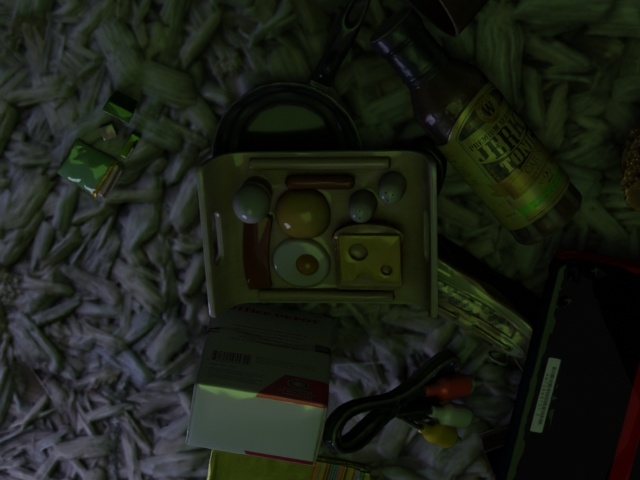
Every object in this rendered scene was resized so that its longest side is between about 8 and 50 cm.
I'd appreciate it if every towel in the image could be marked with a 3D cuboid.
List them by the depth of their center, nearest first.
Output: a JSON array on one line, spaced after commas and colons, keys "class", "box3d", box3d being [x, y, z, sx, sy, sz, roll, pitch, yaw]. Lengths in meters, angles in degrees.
[{"class": "towel", "box3d": [-0.049, 0.359, 1.989, 0.237, 0.021, 0.102, 10, 111, -2]}]

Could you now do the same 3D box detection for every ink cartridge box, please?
[{"class": "ink cartridge box", "box3d": [-0.077, 0.183, 1.803, 0.172, 0.237, 0.100, 10, 115, -2]}]

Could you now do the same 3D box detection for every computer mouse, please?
[{"class": "computer mouse", "box3d": [0.103, -0.035, 1.820, 0.071, 0.041, 0.242, 28, 117, 0]}]

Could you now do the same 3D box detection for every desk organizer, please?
[{"class": "desk organizer", "box3d": [0.275, 0.337, 1.954, 0.047, 0.050, 0.130, -20, 110, 10]}]

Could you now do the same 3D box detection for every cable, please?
[{"class": "cable", "box3d": [0.125, 0.224, 1.829, 0.072, 0.287, 0.139, 24, 104, 36]}]

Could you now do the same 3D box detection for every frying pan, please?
[{"class": "frying pan", "box3d": [-0.041, -0.176, 1.755, 0.197, 0.053, 0.326, 3, 111, 1]}]

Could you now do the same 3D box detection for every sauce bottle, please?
[{"class": "sauce bottle", "box3d": [0.195, -0.146, 1.728, 0.111, 0.111, 0.344, -39, 107, 16]}]

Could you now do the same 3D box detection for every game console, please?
[{"class": "game console", "box3d": [0.424, 0.222, 1.811, 0.342, 0.060, 0.386, 10, 100, -10]}]

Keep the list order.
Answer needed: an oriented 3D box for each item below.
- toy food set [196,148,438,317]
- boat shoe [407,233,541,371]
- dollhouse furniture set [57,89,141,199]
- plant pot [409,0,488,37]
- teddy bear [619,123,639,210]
[{"class": "toy food set", "box3d": [0.000, 0.000, 1.748, 0.306, 0.092, 0.219, 1, 113, 9]}, {"class": "boat shoe", "box3d": [0.227, 0.097, 1.838, 0.285, 0.104, 0.089, 36, 114, -1]}, {"class": "dollhouse furniture set", "box3d": [-0.289, -0.120, 1.781, 0.076, 0.058, 0.151, 29, 110, -9]}, {"class": "plant pot", "box3d": [0.177, -0.396, 1.592, 0.230, 0.215, 0.215, -41, 106, 2]}, {"class": "teddy bear", "box3d": [0.542, -0.082, 1.759, 0.338, 0.113, 0.245, -1, 118, -6]}]
